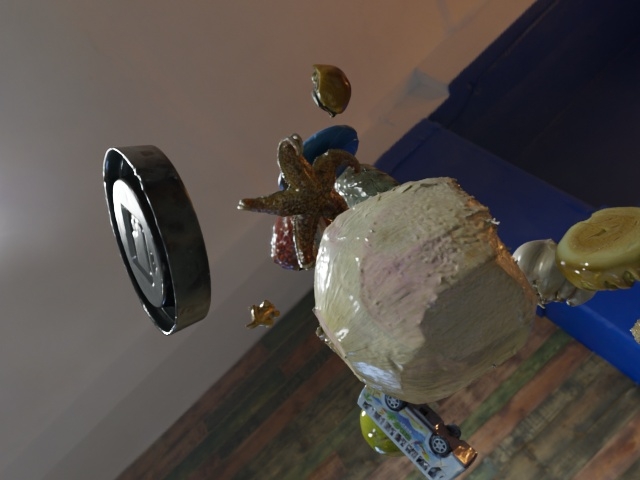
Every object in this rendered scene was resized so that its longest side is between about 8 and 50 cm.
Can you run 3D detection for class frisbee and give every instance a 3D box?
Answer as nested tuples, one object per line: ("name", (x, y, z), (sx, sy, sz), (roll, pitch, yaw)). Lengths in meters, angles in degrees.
("frisbee", (0.005, -0.183, 1.233), (0.242, 0.045, 0.242), (-32, -24, -16))

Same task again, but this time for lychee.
("lychee", (-0.045, -0.028, 1.718), (0.300, 0.255, 0.255), (-58, -37, -27))

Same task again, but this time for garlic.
("garlic", (0.691, 0.107, 1.507), (0.281, 0.185, 0.203), (14, -97, -27))

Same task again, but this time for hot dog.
("hot dog", (0.000, 0.000, 1.269), (0.053, 0.099, 0.192), (-12, -52, 20))

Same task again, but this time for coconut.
("coconut", (0.120, 0.080, 0.698), (0.255, 0.297, 0.297), (-23, -48, -16))

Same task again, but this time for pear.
("pear", (0.245, 0.622, 1.671), (0.213, 0.269, 0.212), (4, -99, -26))

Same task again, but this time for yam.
("yam", (0.201, -0.179, 1.913), (0.203, 0.271, 0.201), (8, -70, -41))

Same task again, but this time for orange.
("orange", (0.037, -0.471, 1.531), (0.112, 0.160, 0.169), (-9, -57, 25))

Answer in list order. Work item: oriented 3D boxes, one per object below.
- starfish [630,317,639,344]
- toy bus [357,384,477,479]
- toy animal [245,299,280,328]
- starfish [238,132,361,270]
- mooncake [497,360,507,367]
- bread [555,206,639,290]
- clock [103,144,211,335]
("starfish", (0.484, -0.006, 0.590), (0.299, 0.060, 0.302), (-40, -21, -32))
("toy bus", (0.255, 0.504, 1.348), (0.109, 0.330, 0.136), (-6, -48, -55))
("toy animal", (-0.112, 0.145, 0.929), (0.081, 0.060, 0.083), (-49, 4, -28))
("starfish", (-0.028, -0.082, 1.119), (0.312, 0.113, 0.303), (0, -78, -34))
("mooncake", (0.386, 0.199, 1.315), (0.154, 0.306, 0.306), (18, -70, -29))
("bread", (0.577, 0.021, 0.967), (0.213, 0.213, 0.104), (-34, -69, -11))
("clock", (-0.276, -0.001, 0.823), (0.066, 0.319, 0.318), (-18, -50, -31))
